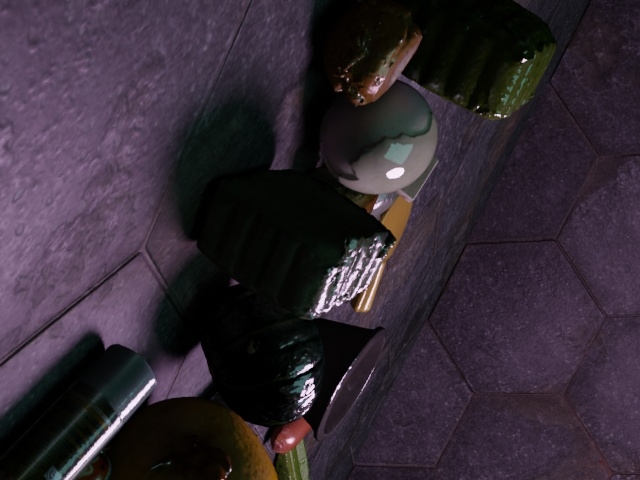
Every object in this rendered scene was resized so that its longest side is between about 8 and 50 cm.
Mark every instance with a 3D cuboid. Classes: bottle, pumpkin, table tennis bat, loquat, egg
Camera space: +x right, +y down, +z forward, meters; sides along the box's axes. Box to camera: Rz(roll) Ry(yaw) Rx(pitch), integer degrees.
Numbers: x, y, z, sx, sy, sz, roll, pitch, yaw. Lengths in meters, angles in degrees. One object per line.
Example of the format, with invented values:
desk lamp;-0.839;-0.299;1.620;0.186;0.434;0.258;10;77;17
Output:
bottle;-0.304;0.240;1.090;0.286;0.082;0.082;-49;160;-37
pumpkin;-0.088;0.169;1.411;0.162;0.220;0.220;-16;145;-19
table tennis bat;0.143;0.023;2.217;0.198;0.050;0.321;-21;133;-66
loquat;-0.186;0.352;1.318;0.275;0.275;0.275;-54;163;-25
egg;0.088;-0.158;1.453;0.217;0.183;0.183;-65;179;-74

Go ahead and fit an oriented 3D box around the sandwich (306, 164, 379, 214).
sandwich;0.000;0.000;1.574;0.128;0.122;0.236;-43;157;-54

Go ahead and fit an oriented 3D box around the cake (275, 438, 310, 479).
cake;-0.063;0.585;2.444;0.100;0.099;0.235;-47;158;-48

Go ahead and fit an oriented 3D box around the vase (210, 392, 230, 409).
vase;-0.159;0.294;1.644;0.219;0.096;0.096;-51;162;-43

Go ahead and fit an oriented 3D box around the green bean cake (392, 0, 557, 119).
green bean cake;0.241;-0.323;1.540;0.247;0.250;0.156;-35;150;-57

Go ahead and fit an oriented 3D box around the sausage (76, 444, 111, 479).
sausage;-0.346;0.355;1.177;0.264;0.083;0.083;-54;163;-30

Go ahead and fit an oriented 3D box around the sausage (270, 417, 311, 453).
sausage;-0.055;0.429;2.243;0.194;0.077;0.077;-40;154;-49

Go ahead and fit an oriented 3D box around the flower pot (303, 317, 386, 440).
flower pot;0.006;0.261;1.975;0.269;0.166;0.269;-53;164;-21

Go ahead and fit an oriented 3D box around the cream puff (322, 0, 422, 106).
cream puff;0.065;-0.270;1.326;0.150;0.115;0.165;-58;175;15

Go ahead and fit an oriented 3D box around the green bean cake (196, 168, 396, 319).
green bean cake;-0.028;-0.004;1.291;0.227;0.222;0.125;-28;143;-58

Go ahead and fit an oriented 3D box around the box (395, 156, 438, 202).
box;0.110;-0.149;1.595;0.090;0.167;0.024;-56;-171;-18

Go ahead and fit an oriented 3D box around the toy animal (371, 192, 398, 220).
toy animal;0.044;-0.034;1.691;0.125;0.127;0.251;-105;-149;-52
